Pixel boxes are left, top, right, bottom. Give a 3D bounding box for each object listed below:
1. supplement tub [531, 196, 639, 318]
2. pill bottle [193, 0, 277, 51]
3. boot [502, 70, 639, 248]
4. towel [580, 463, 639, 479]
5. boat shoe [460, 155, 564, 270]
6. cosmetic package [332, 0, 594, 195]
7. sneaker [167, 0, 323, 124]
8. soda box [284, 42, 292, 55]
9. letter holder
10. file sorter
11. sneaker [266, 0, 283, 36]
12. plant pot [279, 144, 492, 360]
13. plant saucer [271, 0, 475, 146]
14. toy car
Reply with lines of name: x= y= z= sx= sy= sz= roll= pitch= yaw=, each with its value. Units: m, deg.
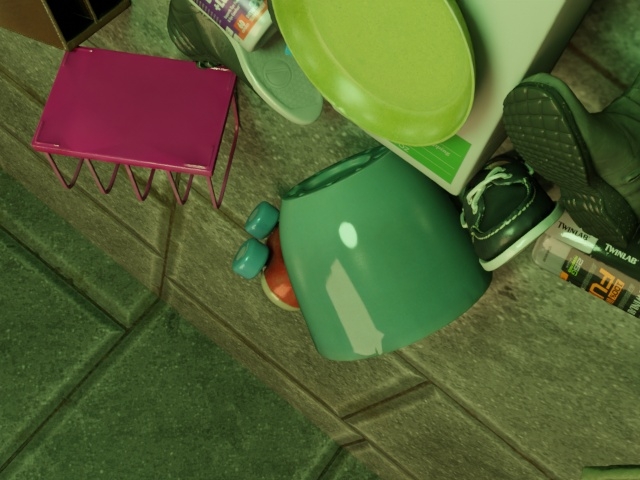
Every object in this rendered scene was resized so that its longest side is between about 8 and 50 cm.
supplement tub: x=0.366 y=0.020 z=0.888 sx=0.190 sy=0.117 sz=0.117 roll=30 pitch=154 yaw=22
pill bottle: x=-0.128 y=-0.351 z=0.963 sx=0.193 sy=0.108 sz=0.108 roll=42 pitch=156 yaw=-6
boot: x=0.280 y=-0.117 z=0.707 sx=0.246 sy=0.161 sz=0.083 roll=41 pitch=173 yaw=-39
towel: x=0.571 y=0.323 z=0.983 sx=0.313 sy=0.056 sz=0.324 roll=2 pitch=164 yaw=-16
boat shoe: x=0.210 y=-0.043 z=0.864 sx=0.091 sy=0.114 sz=0.302 roll=52 pitch=-168 yaw=0
cosmetic package: x=0.148 y=-0.232 z=0.724 sx=0.197 sy=0.155 sz=0.365 roll=37 pitch=157 yaw=13
sneaker: x=-0.116 y=-0.278 z=1.091 sx=0.295 sy=0.104 sz=0.147 roll=48 pitch=157 yaw=-4
soda box: x=0.020 y=-0.291 z=0.770 sx=0.071 sy=0.067 sz=0.210 roll=10 pitch=139 yaw=-11
letter holder: x=-0.507 y=-0.479 z=1.237 sx=0.302 sy=0.152 sz=0.214 roll=24 pitch=150 yaw=30
file sorter: x=-0.299 y=-0.182 z=1.265 sx=0.291 sy=0.202 sz=0.182 roll=9 pitch=156 yaw=3
sneaker: x=-0.004 y=-0.321 z=0.853 sx=0.106 sy=0.101 sz=0.267 roll=26 pitch=153 yaw=22
plant pot: x=0.074 y=-0.001 z=1.089 sx=0.293 sy=0.293 sz=0.235 roll=-4 pitch=115 yaw=57
plant saucer: x=0.053 y=-0.196 z=0.696 sx=0.241 sy=0.037 sz=0.241 roll=35 pitch=155 yaw=20
toy car: x=0.000 y=0.000 z=1.357 sx=0.219 sy=0.210 sz=0.238 roll=34 pitch=129 yaw=-19
